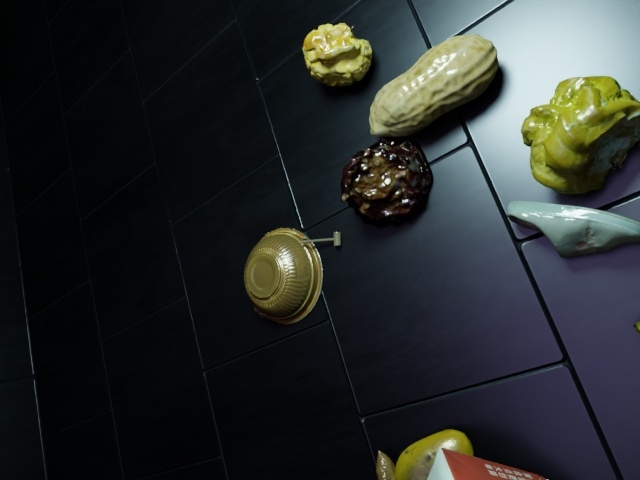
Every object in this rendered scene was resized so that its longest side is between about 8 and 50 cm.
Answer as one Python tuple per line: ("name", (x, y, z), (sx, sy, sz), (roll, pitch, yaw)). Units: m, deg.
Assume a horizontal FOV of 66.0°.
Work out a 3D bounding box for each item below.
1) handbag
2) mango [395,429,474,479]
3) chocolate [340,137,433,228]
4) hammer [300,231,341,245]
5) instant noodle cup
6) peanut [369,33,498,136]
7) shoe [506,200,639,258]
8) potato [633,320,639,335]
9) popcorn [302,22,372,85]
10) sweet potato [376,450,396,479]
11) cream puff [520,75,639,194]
("handbag", (0.342, 0.527, 0.918), (0.298, 0.151, 0.171), (17, 99, -4))
("mango", (0.241, 0.482, 1.044), (0.137, 0.098, 0.195), (42, 104, 34))
("chocolate", (0.128, -0.141, 1.135), (0.206, 0.177, 0.224), (22, 99, 34))
("hammer", (0.000, 0.000, 1.286), (0.110, 0.019, 0.035), (-5, 83, 18))
("instant noodle cup", (-0.128, 0.093, 1.339), (0.274, 0.091, 0.273), (-4, 82, 35))
("peanut", (0.237, -0.337, 1.105), (0.325, 0.140, 0.153), (-26, 43, 35))
("shoe", (0.472, -0.015, 0.933), (0.251, 0.103, 0.100), (16, 93, 40))
("potato", (0.594, 0.144, 0.804), (0.120, 0.149, 0.081), (-39, 71, 23))
("popcorn", (0.042, -0.466, 1.236), (0.180, 0.180, 0.170), (44, 143, 29))
("sweet potato", (0.171, 0.573, 1.102), (0.205, 0.068, 0.060), (58, 134, 17))
("cream puff", (0.467, -0.203, 0.914), (0.195, 0.195, 0.221), (44, 105, 29))
